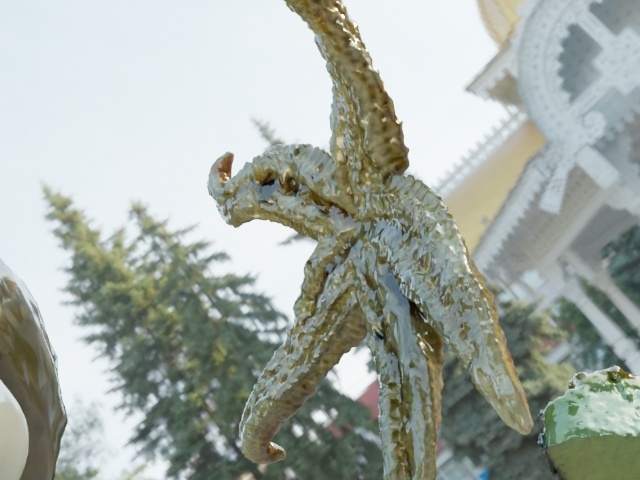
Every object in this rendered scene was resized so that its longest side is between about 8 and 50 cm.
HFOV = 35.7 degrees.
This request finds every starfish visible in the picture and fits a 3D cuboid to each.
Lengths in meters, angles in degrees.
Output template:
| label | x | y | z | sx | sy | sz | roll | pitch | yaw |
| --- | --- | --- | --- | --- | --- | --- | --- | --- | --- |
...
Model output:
| label | x | y | z | sx | sy | sz | roll | pitch | yaw |
| --- | --- | --- | --- | --- | --- | --- | --- | --- | --- |
| starfish | 0.009 | -0.004 | 0.576 | 0.094 | 0.327 | 0.375 | -10 | 12 | -25 |

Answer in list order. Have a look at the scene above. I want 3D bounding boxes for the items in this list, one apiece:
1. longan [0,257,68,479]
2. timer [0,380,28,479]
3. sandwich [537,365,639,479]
| label | x | y | z | sx | sy | sz | roll | pitch | yaw |
| --- | --- | --- | --- | --- | --- | --- | --- | --- | --- |
| longan | -0.424 | 0.155 | 0.919 | 0.391 | 0.391 | 0.391 | -35 | -19 | -14 |
| timer | -0.206 | 0.152 | 0.370 | 0.291 | 0.291 | 0.315 | -13 | -52 | -53 |
| sandwich | 0.258 | 0.132 | 0.523 | 0.212 | 0.245 | 0.063 | -25 | 30 | 17 |
